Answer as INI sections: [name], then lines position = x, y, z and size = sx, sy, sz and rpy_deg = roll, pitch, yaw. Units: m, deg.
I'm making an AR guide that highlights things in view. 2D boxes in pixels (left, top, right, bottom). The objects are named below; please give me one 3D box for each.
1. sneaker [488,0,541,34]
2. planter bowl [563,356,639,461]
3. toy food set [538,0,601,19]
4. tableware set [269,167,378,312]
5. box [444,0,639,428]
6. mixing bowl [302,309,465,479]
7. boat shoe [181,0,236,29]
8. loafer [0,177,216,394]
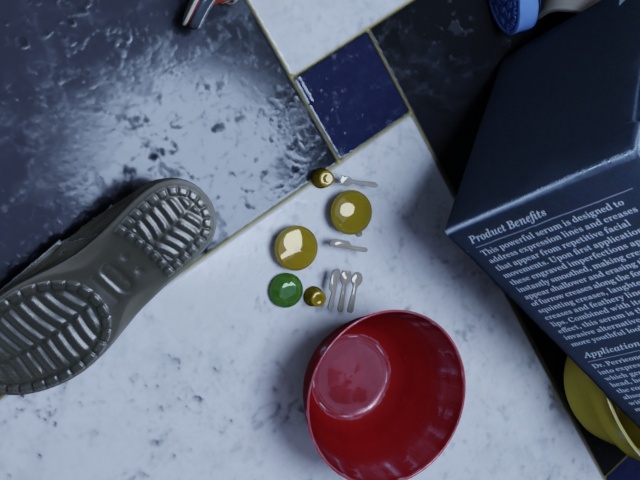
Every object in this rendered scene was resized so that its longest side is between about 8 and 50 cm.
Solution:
[sneaker]
position = 0.230, -0.349, 0.890
size = 0.090, 0.081, 0.232
rpy_deg = -10, 98, -15
[planter bowl]
position = 0.359, 0.175, 0.973
size = 0.217, 0.090, 0.217
rpy_deg = 19, 59, -36
[toy food set]
position = 0.423, -0.313, 0.912
size = 0.306, 0.092, 0.219
rpy_deg = 19, 86, 10
[tableware set]
position = 0.000, 0.000, 0.860
size = 0.104, 0.024, 0.154
rpy_deg = 9, 93, -20
[box]
position = 0.360, -0.018, 0.847
size = 0.395, 0.212, 0.293
rpy_deg = 43, 48, -20
[mixing bowl]
position = 0.051, 0.155, 0.854
size = 0.181, 0.098, 0.181
rpy_deg = -3, 96, -24
[boat shoe]
position = -0.088, -0.258, 0.784
size = 0.043, 0.049, 0.137
rpy_deg = 35, 77, -24
[loafer]
position = -0.208, 0.040, 0.741
size = 0.268, 0.092, 0.102
rpy_deg = -36, 107, 1
